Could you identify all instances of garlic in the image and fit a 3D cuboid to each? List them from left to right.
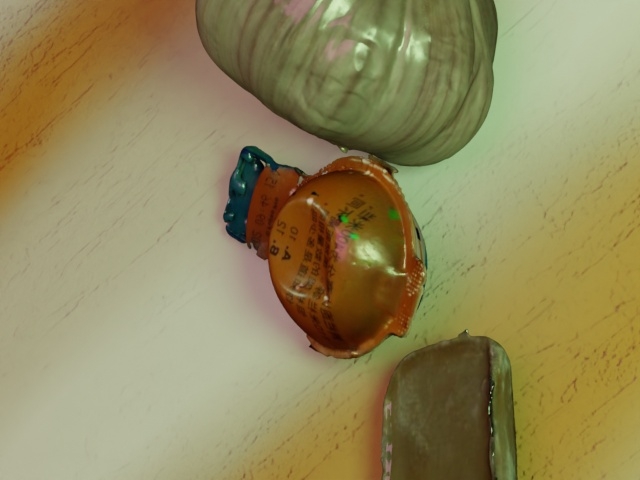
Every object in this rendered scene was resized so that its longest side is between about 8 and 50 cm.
[{"bbox_3d":[0.045,-0.229,1.933,0.317,0.317,0.259,48,136,32],"label":"garlic"}]

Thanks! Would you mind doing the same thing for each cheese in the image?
[{"bbox_3d":[0.000,0.000,1.967,0.329,0.129,0.217,31,111,48],"label":"cheese"}]

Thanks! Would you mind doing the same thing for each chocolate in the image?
[{"bbox_3d":[0.138,0.226,1.849,0.161,0.083,0.261,-16,63,45],"label":"chocolate"}]
